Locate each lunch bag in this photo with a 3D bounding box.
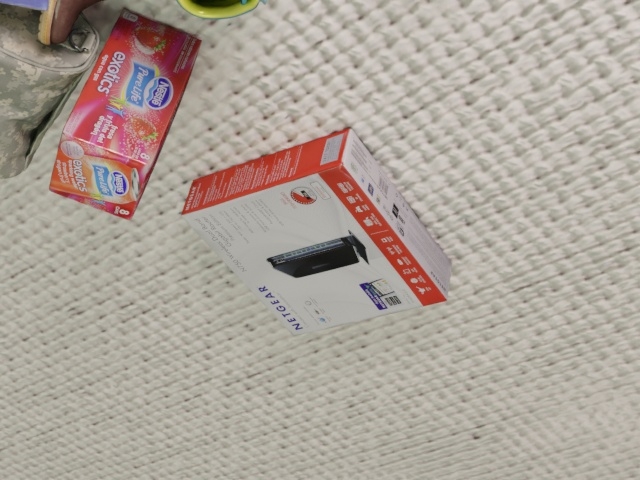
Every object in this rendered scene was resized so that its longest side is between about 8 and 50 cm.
[{"bbox_3d":[-0.465,-0.237,1.589,0.256,0.213,0.305,33,135,-14],"label":"lunch bag"}]

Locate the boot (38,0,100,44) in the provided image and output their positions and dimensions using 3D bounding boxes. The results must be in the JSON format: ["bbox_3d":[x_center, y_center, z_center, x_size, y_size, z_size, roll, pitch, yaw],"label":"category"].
[{"bbox_3d":[-0.223,-0.325,1.454,0.206,0.090,0.248,23,104,-17],"label":"boot"}]

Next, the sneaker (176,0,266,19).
[{"bbox_3d":[-0.056,-0.372,1.294,0.127,0.208,0.319,29,121,-22],"label":"sneaker"}]

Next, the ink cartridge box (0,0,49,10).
[{"bbox_3d":[-0.455,-0.438,1.344,0.307,0.072,0.304,10,102,7],"label":"ink cartridge box"}]

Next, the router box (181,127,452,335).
[{"bbox_3d":[0.000,0.000,1.849,0.301,0.082,0.335,-16,133,30],"label":"router box"}]

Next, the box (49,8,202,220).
[{"bbox_3d":[-0.262,-0.173,1.580,0.122,0.257,0.128,21,140,-8],"label":"box"}]
